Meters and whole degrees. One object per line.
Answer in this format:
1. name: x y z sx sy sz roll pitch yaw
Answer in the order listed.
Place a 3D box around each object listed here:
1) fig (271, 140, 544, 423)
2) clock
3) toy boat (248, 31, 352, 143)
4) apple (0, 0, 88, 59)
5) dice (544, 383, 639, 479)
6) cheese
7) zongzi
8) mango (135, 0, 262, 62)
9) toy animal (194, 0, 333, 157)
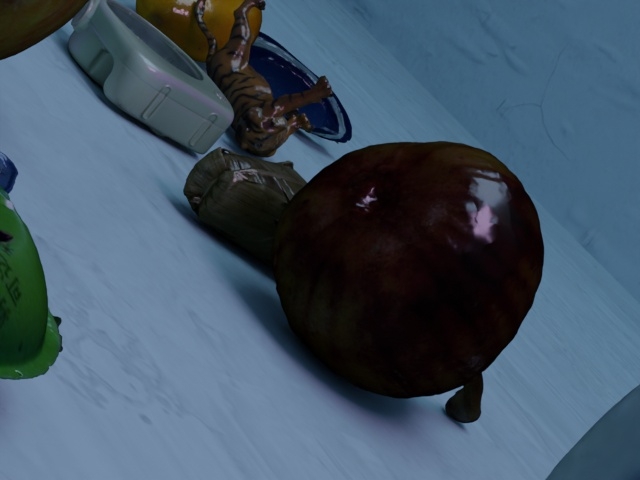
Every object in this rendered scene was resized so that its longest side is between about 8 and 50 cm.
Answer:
1. fig: 0.095 0.055 1.607 0.217 0.217 0.321 49 -5 36
2. clock: -0.176 -0.170 1.857 0.151 0.062 0.191 29 15 -48
3. toy boat: -0.029 -0.196 2.495 0.210 0.070 0.291 46 9 16
4. apple: -0.275 -0.245 1.370 0.264 0.264 0.264 39 10 -9
5. dice: 0.296 0.245 1.259 0.262 0.268 0.264 28 17 -47
6. cheese: -0.213 -0.014 1.002 0.204 0.083 0.320 36 13 -13
7. zongzi: -0.028 -0.001 1.661 0.176 0.078 0.160 48 17 19
8. mango: -0.147 -0.268 2.269 0.145 0.112 0.219 41 23 9
9. toy animal: -0.086 -0.176 2.117 0.255 0.116 0.114 55 -27 39
